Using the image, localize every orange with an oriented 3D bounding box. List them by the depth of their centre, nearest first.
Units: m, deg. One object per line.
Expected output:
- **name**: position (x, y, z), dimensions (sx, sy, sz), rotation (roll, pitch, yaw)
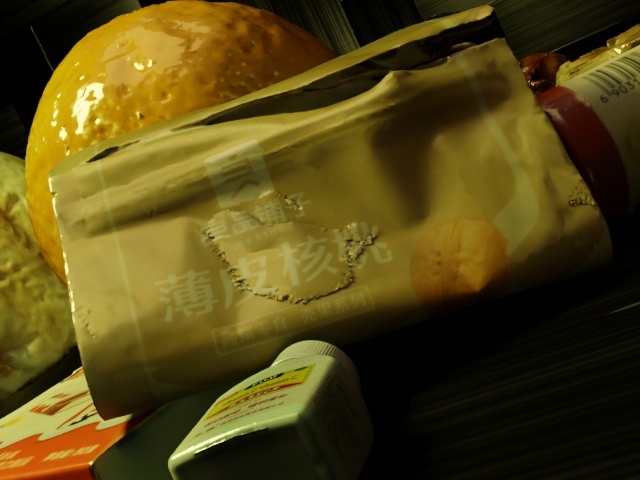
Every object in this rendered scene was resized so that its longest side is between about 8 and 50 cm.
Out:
- **orange**: position (-0.108, -0.073, 0.920), dimensions (0.340, 0.293, 0.340), rotation (-15, -3, -1)

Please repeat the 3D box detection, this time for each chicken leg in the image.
- **chicken leg**: position (0.267, -0.170, 1.299), dimensions (0.113, 0.093, 0.304), rotation (-44, 4, 36)

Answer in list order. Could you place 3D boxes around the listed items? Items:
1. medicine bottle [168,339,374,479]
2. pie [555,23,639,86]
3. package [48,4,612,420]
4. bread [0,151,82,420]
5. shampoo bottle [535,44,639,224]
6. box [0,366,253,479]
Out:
- **medicine bottle**: position (-0.016, 0.092, 0.478), dimensions (0.074, 0.055, 0.118), rotation (-24, 7, 19)
- **pie**: position (0.441, -0.244, 1.194), dimensions (0.339, 0.083, 0.339), rotation (-26, 10, 5)
- **package**: position (-0.009, -0.032, 0.631), dimensions (0.311, 0.165, 0.221), rotation (-16, 16, -4)
- **bread**: position (-0.389, 0.043, 1.033), dimensions (0.210, 0.341, 0.300), rotation (-48, 1, 31)
- **shampoo bottle**: position (0.281, -0.110, 0.700), dimensions (0.278, 0.104, 0.104), rotation (-27, 8, -9)
- **box**: position (-0.142, 0.122, 0.708), dimensions (0.273, 0.048, 0.265), rotation (-20, 9, 39)
